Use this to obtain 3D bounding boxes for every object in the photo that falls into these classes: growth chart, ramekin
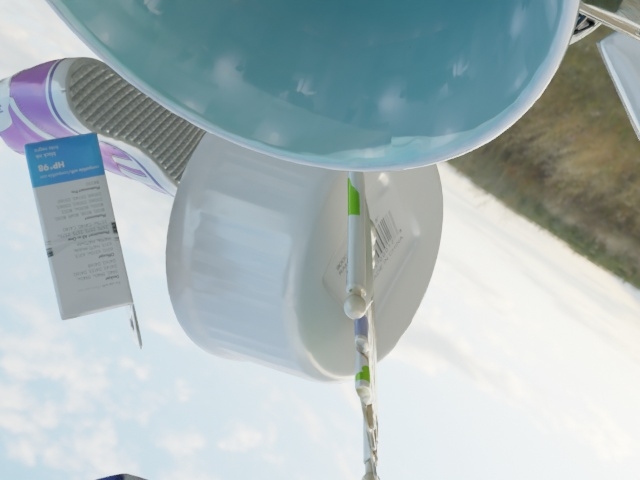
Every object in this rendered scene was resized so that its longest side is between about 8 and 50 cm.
[{"bbox_3d":[0.035,0.072,0.697,0.021,0.237,0.172,-2,-135,5],"label":"growth chart"},{"bbox_3d":[0.000,0.000,0.858,0.135,0.277,0.277,18,180,34],"label":"ramekin"}]

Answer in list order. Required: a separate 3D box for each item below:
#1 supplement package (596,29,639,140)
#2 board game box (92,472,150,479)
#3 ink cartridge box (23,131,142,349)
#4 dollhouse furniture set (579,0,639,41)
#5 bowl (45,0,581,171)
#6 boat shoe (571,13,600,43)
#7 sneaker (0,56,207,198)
[{"bbox_3d":[0.441,-0.211,1.060,0.149,0.194,0.203,63,-161,-4],"label":"supplement package"},{"bbox_3d":[-0.172,0.284,0.324,0.066,0.318,0.319,43,-151,-52],"label":"board game box"},{"bbox_3d":[-0.201,0.007,0.770,0.060,0.180,0.104,-12,-178,-16],"label":"ink cartridge box"},{"bbox_3d":[0.208,-0.191,0.472,0.101,0.182,0.161,21,-162,-15],"label":"dollhouse furniture set"},{"bbox_3d":[-0.005,-0.197,0.461,0.311,0.163,0.312,20,148,13],"label":"bowl"},{"bbox_3d":[0.241,-0.296,1.248,0.187,0.500,0.156,47,-134,-12],"label":"boat shoe"},{"bbox_3d":[-0.241,-0.117,1.013,0.161,0.102,0.282,-5,157,29],"label":"sneaker"}]
